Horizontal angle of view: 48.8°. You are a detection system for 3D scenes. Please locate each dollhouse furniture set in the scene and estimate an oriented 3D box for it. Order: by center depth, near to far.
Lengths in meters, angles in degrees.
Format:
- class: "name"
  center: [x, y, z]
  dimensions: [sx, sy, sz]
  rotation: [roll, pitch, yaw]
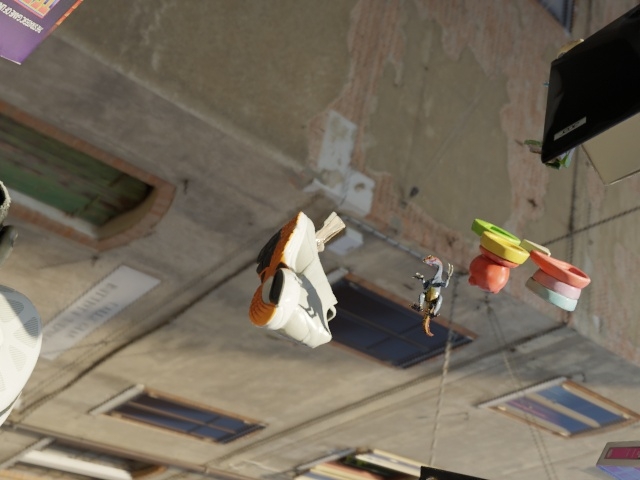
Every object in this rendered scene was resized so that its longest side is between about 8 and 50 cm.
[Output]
- class: "dollhouse furniture set"
  center: [0.494, -0.200, 1.496]
  dimensions: [0.076, 0.152, 0.058]
  rotation: [22, -91, 32]

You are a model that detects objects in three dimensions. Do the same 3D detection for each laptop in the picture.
- class: "laptop"
  center: [0.346, -0.166, 0.637]
  dimensions: [0.234, 0.264, 0.136]
  rotation: [-31, -115, 43]

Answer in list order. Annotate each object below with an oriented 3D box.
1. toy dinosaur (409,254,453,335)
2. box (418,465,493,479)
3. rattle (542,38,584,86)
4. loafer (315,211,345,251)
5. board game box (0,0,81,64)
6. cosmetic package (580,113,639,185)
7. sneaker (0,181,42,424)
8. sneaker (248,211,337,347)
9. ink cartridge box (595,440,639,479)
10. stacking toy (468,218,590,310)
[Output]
- class: "toy dinosaur"
  center: [0.142, 0.063, 0.926]
  dimensions: [0.082, 0.047, 0.090]
  rotation: [-62, 164, -45]
- class: "box"
  center: [0.295, 0.604, 1.344]
  dimensions: [0.295, 0.073, 0.293]
  rotation: [-7, -116, 48]
- class: "rattle"
  center: [0.531, -0.342, 1.377]
  dimensions: [0.130, 0.199, 0.142]
  rotation: [37, -94, 13]
- class: "loafer"
  center: [0.000, 0.000, 1.318]
  dimensions: [0.125, 0.039, 0.045]
  rotation: [-50, -176, -24]
- class: "board game box"
  center: [-0.168, -0.176, 0.402]
  dimensions: [0.141, 0.048, 0.170]
  rotation: [-46, -173, 2]
- class: "cosmetic package"
  center: [0.487, -0.207, 1.072]
  dimensions: [0.129, 0.296, 0.153]
  rotation: [-28, -89, 39]
- class: "sneaker"
  center: [-0.308, 0.060, 0.605]
  dimensions: [0.257, 0.169, 0.447]
  rotation: [-46, -178, 6]
- class: "sneaker"
  center: [-0.030, 0.064, 1.063]
  dimensions: [0.099, 0.121, 0.262]
  rotation: [-41, -157, 29]
- class: "ink cartridge box"
  center: [0.634, 0.421, 1.240]
  dimensions: [0.069, 0.176, 0.371]
  rotation: [-56, 168, -15]
- class: "stacking toy"
  center: [0.495, 0.072, 1.785]
  dimensions: [0.279, 0.309, 0.130]
  rotation: [-107, -139, -73]
